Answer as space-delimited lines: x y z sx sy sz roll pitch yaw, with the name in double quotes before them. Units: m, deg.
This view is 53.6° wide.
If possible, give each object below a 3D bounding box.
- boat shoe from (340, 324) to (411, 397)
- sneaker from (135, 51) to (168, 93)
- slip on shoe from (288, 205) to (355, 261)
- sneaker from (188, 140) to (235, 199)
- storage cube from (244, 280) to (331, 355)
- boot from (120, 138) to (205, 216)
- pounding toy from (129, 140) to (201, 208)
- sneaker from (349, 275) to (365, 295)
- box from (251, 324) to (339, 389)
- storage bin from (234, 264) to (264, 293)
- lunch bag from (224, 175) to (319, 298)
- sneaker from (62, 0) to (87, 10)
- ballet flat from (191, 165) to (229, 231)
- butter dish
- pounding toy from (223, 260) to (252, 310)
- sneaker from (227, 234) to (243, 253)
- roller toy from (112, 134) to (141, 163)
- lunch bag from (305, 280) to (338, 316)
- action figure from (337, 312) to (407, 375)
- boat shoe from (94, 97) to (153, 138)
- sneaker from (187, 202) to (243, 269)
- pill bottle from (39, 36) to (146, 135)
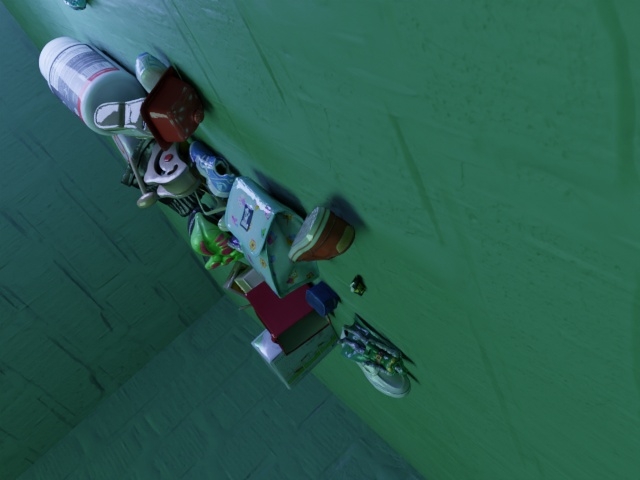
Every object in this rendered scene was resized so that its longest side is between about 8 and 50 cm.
"boat shoe" 0.161 0.350 1.870 0.267 0.096 0.088 47 164 27
"sneaker" -0.397 -0.385 1.618 0.237 0.085 0.086 68 -178 -61
"slip on shoe" 0.000 0.000 1.384 0.101 0.123 0.331 26 170 -7
"sneaker" -0.304 -0.216 1.809 0.211 0.080 0.081 52 128 23
"storage cube" -0.104 0.226 2.083 0.193 0.215 0.184 48 168 28
"boot" -0.476 -0.241 2.062 0.260 0.131 0.348 29 139 -15
"pounding toy" -0.443 -0.220 1.829 0.154 0.270 0.155 -14 141 22
"sneaker" 0.095 0.113 1.566 0.035 0.031 0.083 30 165 14
"box" -0.083 0.368 2.276 0.126 0.262 0.231 37 163 38
"storage bin" -0.193 0.203 2.450 0.260 0.123 0.262 49 165 -7
"lunch bag" -0.131 -0.020 1.617 0.223 0.160 0.262 43 157 47
"sneaker" -0.666 -0.659 1.730 0.166 0.065 0.076 40 -179 39
"ballet flat" -0.288 -0.107 1.908 0.342 0.124 0.116 44 166 14
"butter dish" -0.334 -0.309 1.526 0.118 0.160 0.160 16 153 23
"pounding toy" -0.292 0.211 2.631 0.206 0.181 0.094 29 172 -19
"sneaker" -0.262 0.018 2.292 0.169 0.071 0.068 25 177 22
"roller toy" -0.633 -0.364 2.199 0.191 0.146 0.209 64 161 -14
"lunch bag" 0.010 0.174 1.894 0.098 0.065 0.067 43 149 24
"action figure" 0.152 0.316 1.788 0.232 0.137 0.063 26 -163 37
"boat shoe" -0.504 -0.351 1.838 0.302 0.113 0.103 10 -179 22
"sneaker" -0.416 -0.019 2.509 0.483 0.185 0.202 96 155 -72
"pill bottle" -0.730 -0.499 2.005 0.363 0.210 0.210 39 163 33
